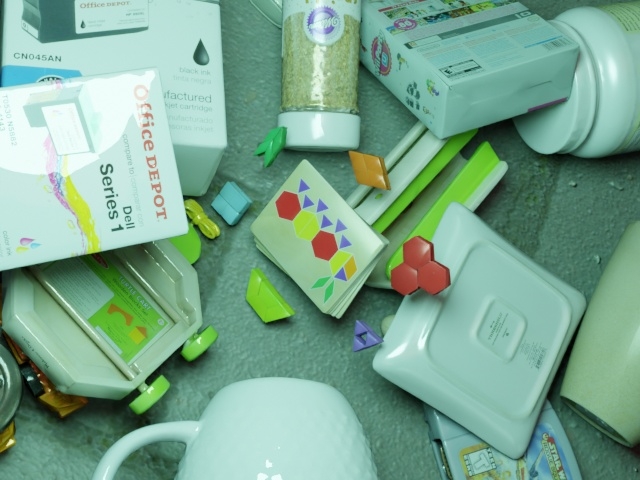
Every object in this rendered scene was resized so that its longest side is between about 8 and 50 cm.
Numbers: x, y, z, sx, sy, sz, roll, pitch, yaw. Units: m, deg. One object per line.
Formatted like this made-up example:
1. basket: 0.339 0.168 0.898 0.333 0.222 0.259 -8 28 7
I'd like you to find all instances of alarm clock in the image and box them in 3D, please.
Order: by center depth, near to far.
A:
1. alarm clock: -0.417 0.196 1.254 0.129 0.064 0.192 -8 83 -14

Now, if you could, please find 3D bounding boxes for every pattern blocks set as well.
1. pattern blocks set: 0.000 0.000 1.438 0.325 0.285 0.026 55 26 15

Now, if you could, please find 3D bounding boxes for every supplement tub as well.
1. supplement tub: 0.480 -0.255 1.651 0.325 0.235 0.235 -10 78 -19

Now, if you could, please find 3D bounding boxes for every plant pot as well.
1. plant pot: 0.482 0.156 1.553 0.256 0.256 0.274 38 85 -4

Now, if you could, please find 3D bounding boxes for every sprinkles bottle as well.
1. sprinkles bottle: 0.001 -0.308 1.530 0.121 0.121 0.355 1 91 -17

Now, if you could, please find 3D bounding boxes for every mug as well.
1. mug: -0.097 0.339 1.278 0.374 0.276 0.328 11 63 -20

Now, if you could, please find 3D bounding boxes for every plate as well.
1. plate: 0.242 0.126 1.486 0.278 0.045 0.277 34 69 -18

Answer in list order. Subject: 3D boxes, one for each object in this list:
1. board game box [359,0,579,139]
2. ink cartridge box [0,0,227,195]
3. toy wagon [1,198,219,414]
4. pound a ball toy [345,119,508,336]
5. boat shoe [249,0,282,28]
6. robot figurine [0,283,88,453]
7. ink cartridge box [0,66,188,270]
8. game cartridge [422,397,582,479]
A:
1. board game box: 0.195 -0.290 1.563 0.224 0.097 0.303 -18 44 -21
2. ink cartridge box: -0.288 -0.276 1.436 0.286 0.166 0.394 2 67 -18
3. toy wagon: -0.253 0.058 1.383 0.267 0.068 0.344 49 40 -4
4. pound a ball toy: 0.140 -0.023 1.556 0.319 0.136 0.208 -48 118 -23
5. boat shoe: -0.108 -0.438 1.597 0.254 0.095 0.079 47 69 -2
6. robot figurine: -0.431 0.118 1.344 0.211 0.085 0.291 -29 85 -23
7. ink cartridge box: -0.309 -0.080 1.216 0.278 0.117 0.201 -11 96 -18
8. game cartridge: 0.277 0.349 1.517 0.198 0.062 0.297 -14 79 -16
